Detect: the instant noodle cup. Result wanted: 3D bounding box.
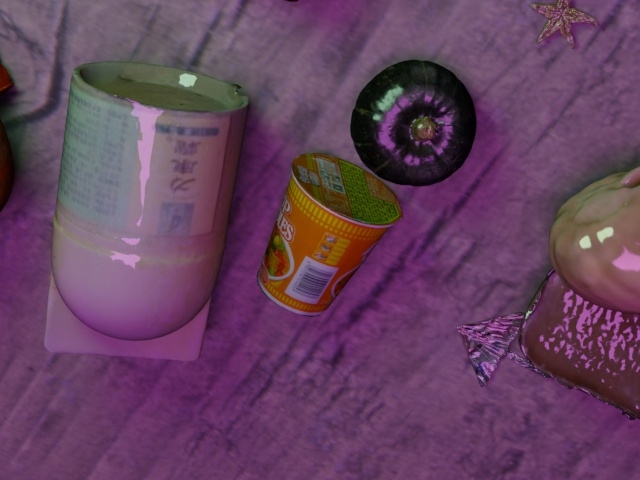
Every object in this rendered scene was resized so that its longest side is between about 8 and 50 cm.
[{"bbox_3d":[0.000,0.000,1.400,0.168,0.168,0.185,28,120,-1],"label":"instant noodle cup"}]

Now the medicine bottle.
[{"bbox_3d":[-0.244,-0.020,1.381,0.236,0.235,0.406,13,110,5],"label":"medicine bottle"}]

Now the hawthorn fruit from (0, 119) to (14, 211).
[{"bbox_3d":[-0.565,-0.111,1.403,0.284,0.284,0.284,3,110,9],"label":"hawthorn fruit"}]

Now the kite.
[{"bbox_3d":[0.268,0.161,1.482,0.157,0.011,0.139,29,114,-1],"label":"kite"}]

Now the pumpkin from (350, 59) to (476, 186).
[{"bbox_3d":[0.122,-0.153,1.332,0.167,0.125,0.167,3,102,16],"label":"pumpkin"}]

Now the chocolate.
[{"bbox_3d":[0.399,0.143,1.413,0.261,0.083,0.161,30,94,-2],"label":"chocolate"}]

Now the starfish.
[{"bbox_3d":[0.315,-0.292,1.307,0.092,0.016,0.086,12,113,11],"label":"starfish"}]

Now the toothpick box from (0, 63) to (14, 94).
[{"bbox_3d":[-0.475,-0.246,1.441,0.047,0.047,0.083,-23,105,17],"label":"toothpick box"}]

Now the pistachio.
[{"bbox_3d":[0.454,0.011,1.299,0.318,0.193,0.214,12,124,-4],"label":"pistachio"}]
